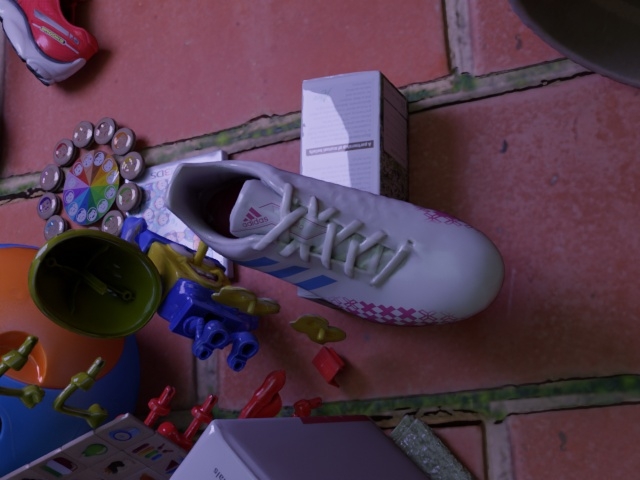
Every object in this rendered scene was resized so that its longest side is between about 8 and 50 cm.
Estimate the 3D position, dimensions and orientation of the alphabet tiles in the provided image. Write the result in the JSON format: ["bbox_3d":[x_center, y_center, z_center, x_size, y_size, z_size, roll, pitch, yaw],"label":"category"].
[{"bbox_3d":[-0.199,0.267,0.970,0.198,0.237,0.009,-29,44,15],"label":"alphabet tiles"}]

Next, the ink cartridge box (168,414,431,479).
[{"bbox_3d":[-0.079,0.350,0.845,0.160,0.279,0.384,43,103,26],"label":"ink cartridge box"}]

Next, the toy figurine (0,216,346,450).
[{"bbox_3d":[-0.172,0.072,0.979,0.191,0.362,0.217,-57,38,11],"label":"toy figurine"}]

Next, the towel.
[{"bbox_3d":[0.104,0.256,0.939,0.110,0.027,0.148,-48,62,7],"label":"towel"}]

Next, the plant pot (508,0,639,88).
[{"bbox_3d":[0.358,-0.336,0.827,0.334,0.334,0.305,12,71,27],"label":"plant pot"}]

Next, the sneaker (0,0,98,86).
[{"bbox_3d":[-0.381,-0.329,1.291,0.118,0.107,0.279,-31,68,-4],"label":"sneaker"}]

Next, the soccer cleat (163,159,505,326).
[{"bbox_3d":[0.000,0.000,0.879,0.331,0.143,0.116,15,84,27],"label":"soccer cleat"}]

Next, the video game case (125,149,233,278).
[{"bbox_3d":[-0.172,-0.020,1.143,0.143,0.019,0.157,-11,73,23],"label":"video game case"}]

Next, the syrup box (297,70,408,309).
[{"bbox_3d":[0.036,-0.049,1.008,0.096,0.093,0.237,-4,76,24],"label":"syrup box"}]

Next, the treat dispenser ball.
[{"bbox_3d":[-0.341,0.147,1.030,0.288,0.288,0.288,-6,75,24],"label":"treat dispenser ball"}]

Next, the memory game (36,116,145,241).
[{"bbox_3d":[-0.294,-0.069,1.204,0.186,0.012,0.186,-9,73,31],"label":"memory game"}]
